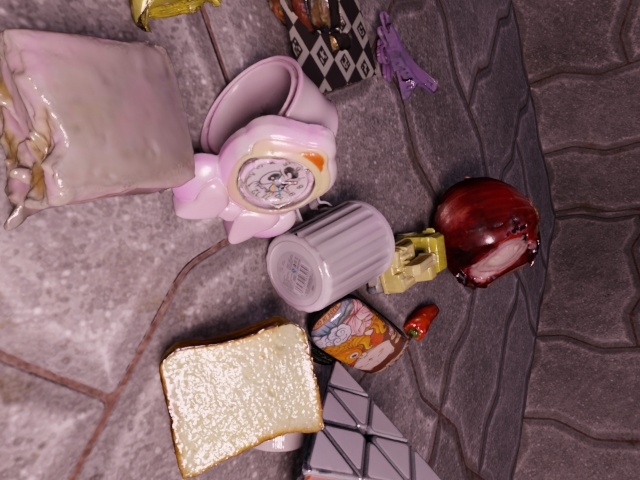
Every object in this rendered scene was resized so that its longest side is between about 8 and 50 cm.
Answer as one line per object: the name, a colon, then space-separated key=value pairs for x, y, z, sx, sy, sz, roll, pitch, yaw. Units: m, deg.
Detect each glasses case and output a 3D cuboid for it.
glasses case: x=0.090 y=0.205 z=0.947 sx=0.122 sy=0.082 sz=0.321 roll=-45 pitch=138 yaw=4

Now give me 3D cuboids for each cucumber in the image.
cucumber: x=-0.001 y=0.233 z=0.899 sx=0.135 sy=0.033 sz=0.034 roll=43 pitch=59 yaw=-43

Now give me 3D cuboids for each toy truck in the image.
toy truck: x=0.223 y=0.049 z=1.101 sx=0.272 sy=0.157 sz=0.124 roll=-17 pitch=102 yaw=-52

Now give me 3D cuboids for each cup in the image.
cup: x=-0.002 y=0.014 z=0.839 sx=0.202 sy=0.221 sz=0.166 roll=-27 pitch=144 yaw=-47

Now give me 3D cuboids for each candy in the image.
candy: x=-0.251 y=-0.121 z=0.499 sx=0.195 sy=0.137 sz=0.184 roll=-21 pitch=105 yaw=-54

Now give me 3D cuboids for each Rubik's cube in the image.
Rubik's cube: x=0.040 y=0.380 z=0.774 sx=0.233 sy=0.229 sz=0.228 roll=-26 pitch=101 yaw=-32

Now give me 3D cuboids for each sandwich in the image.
sandwich: x=-0.112 y=0.217 z=0.643 sx=0.215 sy=0.065 sz=0.186 roll=-14 pitch=90 yaw=-23

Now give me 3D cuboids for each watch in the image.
watch: x=-0.089 y=-0.145 z=0.692 sx=0.211 sy=0.248 sz=0.217 roll=36 pitch=35 yaw=-45

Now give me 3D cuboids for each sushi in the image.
sushi: x=-0.007 y=-0.449 z=0.898 sx=0.292 sy=0.059 sz=0.294 roll=-40 pitch=120 yaw=-45

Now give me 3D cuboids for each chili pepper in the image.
chili pepper: x=0.289 y=0.225 z=1.263 sx=0.063 sy=0.071 sz=0.272 roll=48 pitch=32 yaw=11

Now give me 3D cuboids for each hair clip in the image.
hair clip: x=0.205 y=-0.460 z=1.167 sx=0.278 sy=0.090 sz=0.137 roll=31 pitch=65 yaw=-43

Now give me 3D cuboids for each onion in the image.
onion: x=0.483 y=-0.037 z=1.331 sx=0.341 sy=0.341 sz=0.341 roll=3 pitch=86 yaw=-53

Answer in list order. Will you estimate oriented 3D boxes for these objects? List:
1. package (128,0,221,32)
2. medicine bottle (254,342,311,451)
package: x=-0.221 y=-0.406 z=0.586 sx=0.168 sy=0.090 sz=0.226 roll=-46 pitch=126 yaw=-41
medicine bottle: x=-0.070 y=0.251 z=0.749 sx=0.105 sy=0.105 sz=0.168 roll=11 pitch=80 yaw=-52
